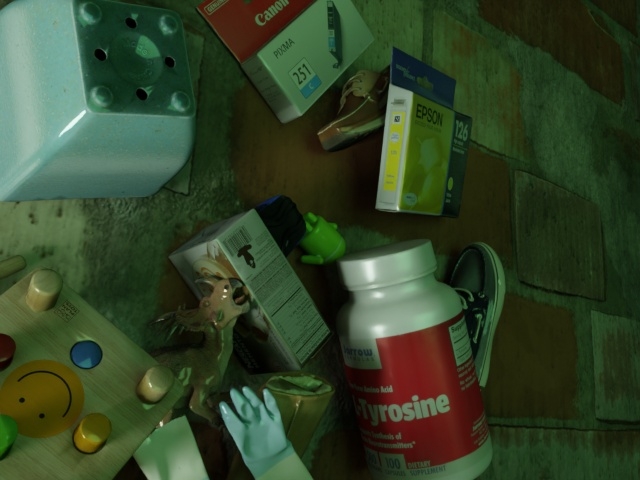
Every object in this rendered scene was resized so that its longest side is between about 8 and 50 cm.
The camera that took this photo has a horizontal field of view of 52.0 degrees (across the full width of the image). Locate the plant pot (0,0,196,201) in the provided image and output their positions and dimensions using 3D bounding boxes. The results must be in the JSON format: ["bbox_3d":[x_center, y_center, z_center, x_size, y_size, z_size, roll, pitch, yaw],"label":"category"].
[{"bbox_3d":[-0.299,-0.204,0.895,0.247,0.252,0.247,-6,84,-40],"label":"plant pot"}]

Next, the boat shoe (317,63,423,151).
[{"bbox_3d":[0.091,-0.278,1.326,0.324,0.122,0.120,-39,100,-46],"label":"boat shoe"}]

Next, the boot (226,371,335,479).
[{"bbox_3d":[-0.117,0.323,0.957,0.236,0.089,0.270,6,112,-49],"label":"boot"}]

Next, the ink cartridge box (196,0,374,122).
[{"bbox_3d":[-0.053,-0.414,1.261,0.261,0.066,0.296,52,54,-20],"label":"ink cartridge box"}]

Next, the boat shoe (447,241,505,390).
[{"bbox_3d":[0.289,0.148,1.375,0.158,0.127,0.341,25,66,-41],"label":"boat shoe"}]

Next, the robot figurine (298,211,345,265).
[{"bbox_3d":[0.000,0.000,1.214,0.115,0.067,0.101,43,46,-25],"label":"robot figurine"}]

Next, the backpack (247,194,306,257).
[{"bbox_3d":[-0.091,-0.020,1.123,0.120,0.101,0.098,-48,117,-44],"label":"backpack"}]

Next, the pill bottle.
[{"bbox_3d":[0.156,0.214,1.174,0.229,0.229,0.408,-17,95,-40],"label":"pill bottle"}]

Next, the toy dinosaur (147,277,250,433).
[{"bbox_3d":[-0.223,0.196,0.965,0.295,0.127,0.200,-30,90,-23],"label":"toy dinosaur"}]

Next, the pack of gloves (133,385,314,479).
[{"bbox_3d":[-0.114,0.323,0.882,0.195,0.046,0.232,-28,109,-15],"label":"pack of gloves"}]

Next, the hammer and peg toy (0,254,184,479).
[{"bbox_3d":[-0.367,0.147,0.779,0.361,0.127,0.266,42,48,-1],"label":"hammer and peg toy"}]

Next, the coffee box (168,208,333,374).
[{"bbox_3d":[-0.111,0.088,1.058,0.098,0.141,0.247,-44,110,-40],"label":"coffee box"}]

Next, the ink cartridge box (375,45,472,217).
[{"bbox_3d":[0.223,-0.205,1.338,0.303,0.072,0.307,1,99,-55],"label":"ink cartridge box"}]
